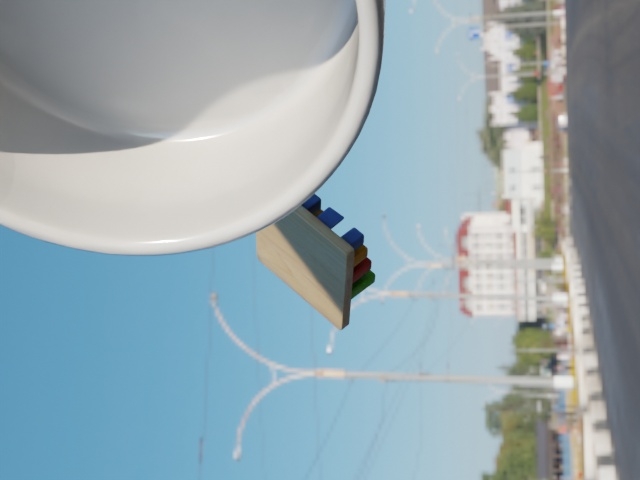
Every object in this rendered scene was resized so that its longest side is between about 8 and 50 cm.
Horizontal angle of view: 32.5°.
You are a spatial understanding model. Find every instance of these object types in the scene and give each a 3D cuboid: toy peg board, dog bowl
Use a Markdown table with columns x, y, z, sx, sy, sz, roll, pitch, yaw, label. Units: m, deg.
| x | y | z | sx | sy | sz | roll | pitch | yaw | label |
| --- | --- | --- | --- | --- | --- | --- | --- | --- | --- |
| 0.000 | 0.000 | 1.378 | 0.079 | 0.161 | 0.161 | -37 | -29 | -27 | toy peg board |
| -0.099 | -0.124 | 0.531 | 0.104 | 0.264 | 0.265 | -82 | -15 | -49 | dog bowl |
